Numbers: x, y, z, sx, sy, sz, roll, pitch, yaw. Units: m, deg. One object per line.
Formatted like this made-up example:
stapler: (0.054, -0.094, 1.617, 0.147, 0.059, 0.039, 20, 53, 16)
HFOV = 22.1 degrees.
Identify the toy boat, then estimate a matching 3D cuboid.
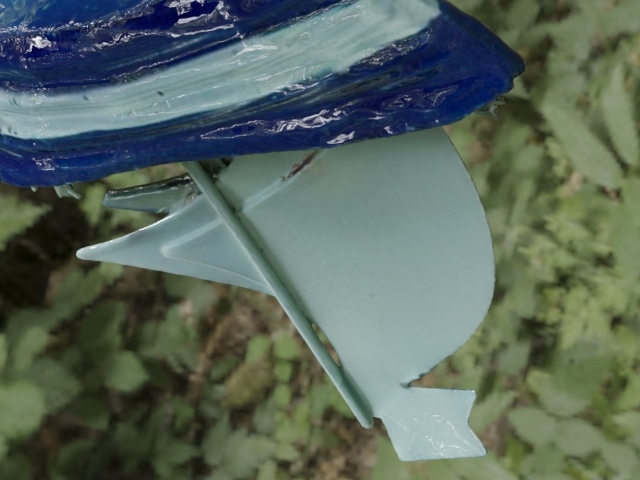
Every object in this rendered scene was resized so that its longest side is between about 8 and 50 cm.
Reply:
toy boat: (-0.030, -0.008, 0.643, 0.292, 0.210, 0.070, 87, -163, -51)
